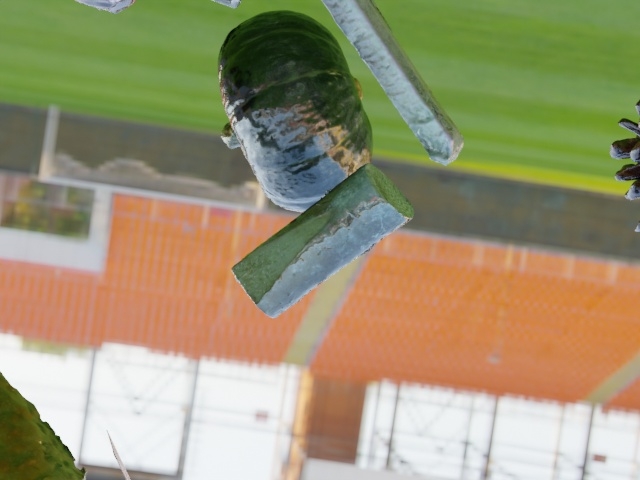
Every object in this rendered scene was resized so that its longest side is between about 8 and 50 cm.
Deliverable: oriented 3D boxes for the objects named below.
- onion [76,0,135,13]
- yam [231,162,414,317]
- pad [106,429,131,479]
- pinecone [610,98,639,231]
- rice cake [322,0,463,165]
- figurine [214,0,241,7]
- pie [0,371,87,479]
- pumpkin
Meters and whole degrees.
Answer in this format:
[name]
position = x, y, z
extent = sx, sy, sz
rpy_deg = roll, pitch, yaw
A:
[onion]
position = -0.324, -0.412, 2.005
extent = 0.219, 0.252, 0.252
rpy_deg = -28, -174, -5
[yam]
position = 0.000, 0.000, 1.400
extent = 0.068, 0.169, 0.068
rpy_deg = 51, -170, -12
[pad]
position = -0.207, 0.294, 1.729
extent = 0.003, 0.157, 0.112
rpy_deg = -25, -168, -8
[pinecone]
position = 0.413, -0.080, 1.684
extent = 0.207, 0.208, 0.208
rpy_deg = 8, -178, 0
[rice cake]
position = 0.066, -0.162, 1.405
extent = 0.034, 0.211, 0.043
rpy_deg = -34, -179, 27
[figurine]
position = -0.099, -0.357, 1.182
extent = 0.167, 0.285, 0.342
rpy_deg = 10, 156, 13
[pie]
position = -0.416, 0.177, 1.234
extent = 0.418, 0.180, 0.395
rpy_deg = -11, -132, -31
[pumpkin]
position = -0.030, -0.131, 1.572
extent = 0.152, 0.212, 0.211
rpy_deg = -16, -176, -5
